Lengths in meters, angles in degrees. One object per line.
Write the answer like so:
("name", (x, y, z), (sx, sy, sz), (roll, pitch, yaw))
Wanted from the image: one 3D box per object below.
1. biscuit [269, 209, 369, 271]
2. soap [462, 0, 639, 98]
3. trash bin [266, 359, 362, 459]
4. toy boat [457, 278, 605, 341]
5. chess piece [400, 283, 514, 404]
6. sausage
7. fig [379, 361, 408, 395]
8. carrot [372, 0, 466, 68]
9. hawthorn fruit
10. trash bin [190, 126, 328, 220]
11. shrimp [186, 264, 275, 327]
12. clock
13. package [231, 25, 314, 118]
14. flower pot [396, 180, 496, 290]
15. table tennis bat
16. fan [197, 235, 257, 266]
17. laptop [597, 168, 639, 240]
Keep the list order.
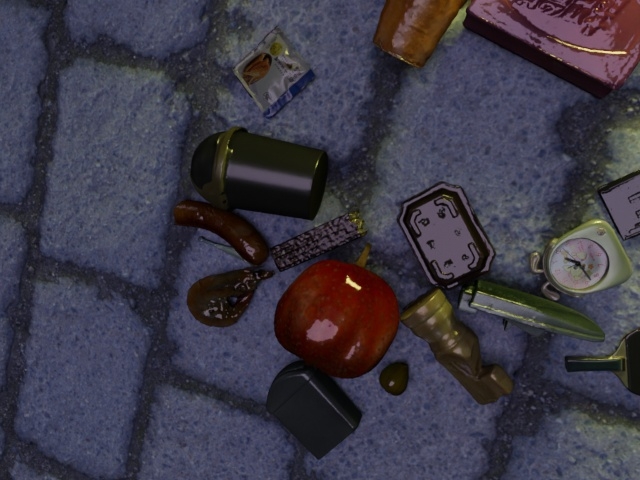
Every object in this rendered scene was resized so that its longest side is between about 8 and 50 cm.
("biscuit", (0.000, 0.000, 1.284), (0.252, 0.106, 0.070), (-23, 91, 17))
("soap", (0.516, -0.490, 1.072), (0.359, 0.128, 0.233), (32, 103, 9))
("trash bin", (-0.027, 0.434, 1.347), (0.236, 0.101, 0.177), (46, 104, 5))
("toy boat", (0.473, 0.169, 1.149), (0.319, 0.141, 0.092), (16, 99, 14))
("chess piece", (0.326, 0.260, 1.212), (0.137, 0.137, 0.301), (-40, 88, 16))
("sausage", (-0.267, -0.034, 1.370), (0.302, 0.076, 0.103), (25, 96, 13))
("fig", (0.190, 0.346, 1.289), (0.074, 0.074, 0.088), (31, 88, 10))
("carrot", (0.235, -0.531, 1.133), (0.196, 0.196, 0.254), (29, 117, 11))
("hawthorn fruit", (0.053, 0.155, 1.223), (0.287, 0.287, 0.330), (24, 84, 12))
("trash bin", (-0.163, -0.165, 1.259), (0.334, 0.214, 0.214), (13, 100, 11))
("shrimp", (-0.241, 0.156, 1.393), (0.287, 0.063, 0.152), (-18, 93, 20))
("clock", (0.578, 0.050, 1.148), (0.191, 0.062, 0.151), (-26, 89, 18))
("package", (-0.123, -0.431, 1.311), (0.171, 0.027, 0.173), (-38, 82, 17))
("flower pot", (0.296, -0.006, 1.211), (0.179, 0.084, 0.251), (-28, 89, 17))
("table tennis bat", (0.720, 0.281, 1.154), (0.301, 0.022, 0.173), (-6, 95, 15))
("fan", (-0.252, 0.025, 1.406), (0.193, 0.016, 0.038), (21, 93, 12))
("laptop", (0.731, -0.099, 1.112), (0.197, 0.016, 0.135), (-27, 87, 17))
